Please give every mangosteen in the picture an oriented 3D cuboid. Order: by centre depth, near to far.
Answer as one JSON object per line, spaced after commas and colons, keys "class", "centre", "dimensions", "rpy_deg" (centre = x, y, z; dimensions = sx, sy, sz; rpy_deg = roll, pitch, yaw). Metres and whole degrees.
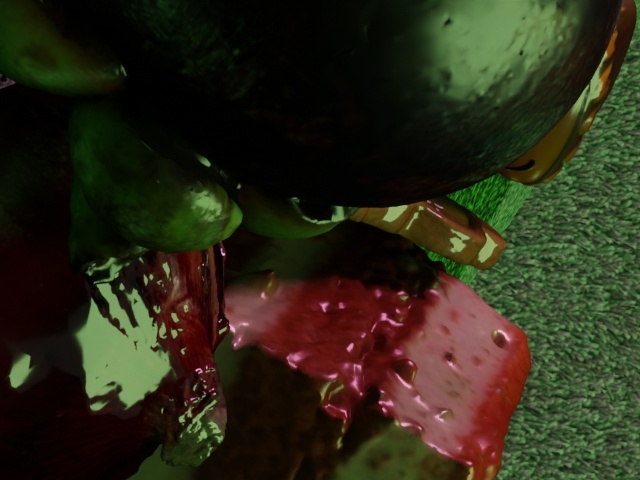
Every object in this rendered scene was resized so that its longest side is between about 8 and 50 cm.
{"class": "mangosteen", "centre": [-0.005, -0.140, 0.866], "dimensions": [0.311, 0.311, 0.311], "rpy_deg": [-56, 169, -17]}

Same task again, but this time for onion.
{"class": "onion", "centre": [-0.127, 0.046, 1.027], "dimensions": [0.272, 0.195, 0.272], "rpy_deg": [-58, 165, -25]}

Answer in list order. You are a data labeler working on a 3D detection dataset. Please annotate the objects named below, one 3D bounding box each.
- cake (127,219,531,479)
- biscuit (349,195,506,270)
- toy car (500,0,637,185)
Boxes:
{"class": "cake", "centre": [-0.029, 0.132, 1.369], "dimensions": [0.270, 0.319, 0.269], "rpy_deg": [-63, 175, 28]}
{"class": "biscuit", "centre": [0.033, -0.042, 1.367], "dimensions": [0.295, 0.186, 0.044], "rpy_deg": [20, 102, -52]}
{"class": "toy car", "centre": [0.125, -0.195, 1.406], "dimensions": [0.341, 0.240, 0.271], "rpy_deg": [-58, 171, -45]}
